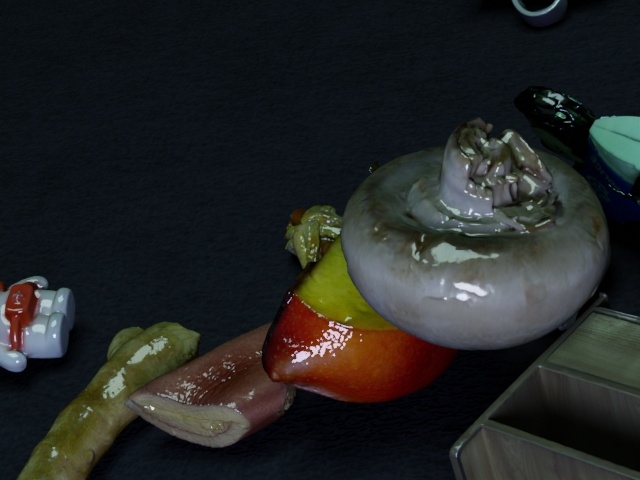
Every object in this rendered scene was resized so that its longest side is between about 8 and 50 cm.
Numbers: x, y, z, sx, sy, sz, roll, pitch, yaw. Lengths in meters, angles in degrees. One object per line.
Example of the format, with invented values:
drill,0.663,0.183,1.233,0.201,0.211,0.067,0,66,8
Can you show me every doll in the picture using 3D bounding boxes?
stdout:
doll,-0.425,0.092,1.568,0.290,0.129,0.161,1,47,4

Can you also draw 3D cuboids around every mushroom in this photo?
mushroom,0.129,-0.010,1.177,0.227,0.178,0.226,-3,42,2

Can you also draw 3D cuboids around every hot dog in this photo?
hot dog,0.001,-0.001,1.549,0.078,0.061,0.169,-29,32,-13

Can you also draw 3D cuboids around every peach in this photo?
peach,0.060,0.071,1.313,0.154,0.158,0.267,23,46,16

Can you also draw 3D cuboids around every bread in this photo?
bread,-0.082,0.146,1.351,0.192,0.067,0.119,-23,38,-21

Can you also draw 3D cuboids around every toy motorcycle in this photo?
toy motorcycle,0.339,-0.058,1.354,0.331,0.196,0.125,28,84,38

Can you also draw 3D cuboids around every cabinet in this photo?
cabinet,0.242,0.166,1.078,0.175,0.148,0.215,15,44,43

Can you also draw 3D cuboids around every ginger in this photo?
ginger,-0.220,0.180,1.384,0.118,0.065,0.299,-13,28,36

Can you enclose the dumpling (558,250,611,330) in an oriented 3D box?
dumpling,0.221,-0.001,1.369,0.108,0.127,0.188,-19,32,26

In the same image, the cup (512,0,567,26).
cup,0.295,-0.411,1.931,0.202,0.166,0.221,-3,33,30
